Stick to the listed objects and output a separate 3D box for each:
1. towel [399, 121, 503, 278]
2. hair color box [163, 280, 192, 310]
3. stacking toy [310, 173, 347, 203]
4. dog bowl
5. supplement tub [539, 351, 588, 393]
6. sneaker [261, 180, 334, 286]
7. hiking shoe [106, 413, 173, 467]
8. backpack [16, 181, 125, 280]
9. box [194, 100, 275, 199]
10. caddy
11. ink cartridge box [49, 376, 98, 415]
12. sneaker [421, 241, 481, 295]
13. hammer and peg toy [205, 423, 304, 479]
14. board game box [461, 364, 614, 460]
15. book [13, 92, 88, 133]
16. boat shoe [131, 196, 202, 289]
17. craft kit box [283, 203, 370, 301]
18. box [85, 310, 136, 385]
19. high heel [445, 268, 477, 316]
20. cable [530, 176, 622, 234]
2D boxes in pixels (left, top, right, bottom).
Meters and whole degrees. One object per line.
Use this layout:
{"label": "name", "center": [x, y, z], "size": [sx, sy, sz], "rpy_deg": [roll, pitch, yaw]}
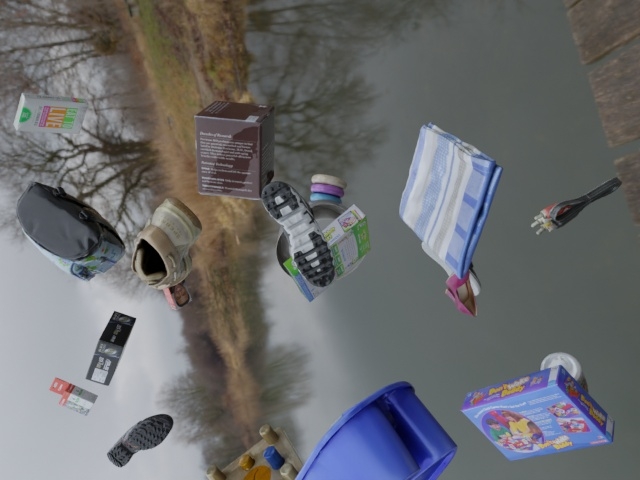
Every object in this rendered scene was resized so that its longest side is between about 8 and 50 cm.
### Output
{"label": "towel", "center": [0.219, -0.084, 0.942], "size": [0.285, 0.034, 0.209], "rpy_deg": [-116, 35, -63]}
{"label": "hair color box", "center": [-0.502, 0.161, 1.793], "size": [0.043, 0.072, 0.141], "rpy_deg": [7, 121, 39]}
{"label": "stacking toy", "center": [0.003, -0.081, 2.002], "size": [0.141, 0.141, 0.331], "rpy_deg": [-178, 101, -75]}
{"label": "dog bowl", "center": [0.000, 0.000, 1.955], "size": [0.102, 0.348, 0.349], "rpy_deg": [-109, 13, -53]}
{"label": "supplement tub", "center": [0.741, 0.428, 1.574], "size": [0.190, 0.117, 0.117], "rpy_deg": [50, -174, -41]}
{"label": "sneaker", "center": [-0.034, -0.020, 1.035], "size": [0.234, 0.078, 0.106], "rpy_deg": [61, -168, -12]}
{"label": "hiking shoe", "center": [-0.499, 0.537, 1.466], "size": [0.086, 0.226, 0.114], "rpy_deg": [53, -166, -12]}
{"label": "backpack", "center": [-0.789, -0.006, 1.696], "size": [0.290, 0.273, 0.355], "rpy_deg": [37, -178, 5]}
{"label": "box", "center": [-0.213, -0.233, 1.334], "size": [0.168, 0.166, 0.203], "rpy_deg": [-74, -11, -62]}
{"label": "caddy", "center": [0.071, 0.394, 0.906], "size": [0.179, 0.241, 0.341], "rpy_deg": [45, 120, 34]}
{"label": "ink cartridge box", "center": [-0.633, 0.397, 1.320], "size": [0.063, 0.115, 0.029], "rpy_deg": [-52, 16, 30]}
{"label": "sneaker", "center": [0.591, 0.085, 2.239], "size": [0.321, 0.127, 0.126], "rpy_deg": [48, 154, 5]}
{"label": "hammer and peg toy", "center": [-0.139, 0.659, 1.345], "size": [0.127, 0.266, 0.361], "rpy_deg": [60, 166, -24]}
{"label": "board game box", "center": [0.627, 0.516, 1.531], "size": [0.233, 0.078, 0.347], "rpy_deg": [46, 136, -5]}
{"label": "book", "center": [-0.639, -0.302, 1.236], "size": [0.035, 0.144, 0.096], "rpy_deg": [56, 128, 21]}
{"label": "boat shoe", "center": [-0.333, 0.032, 1.050], "size": [0.121, 0.110, 0.341], "rpy_deg": [38, 148, 0]}
{"label": "craft kit box", "center": [0.029, 0.043, 1.441], "size": [0.061, 0.246, 0.250], "rpy_deg": [49, 171, 22]}
{"label": "box", "center": [-0.669, 0.345, 1.665], "size": [0.147, 0.077, 0.180], "rpy_deg": [-93, 29, -61]}
{"label": "high heel", "center": [0.431, 0.152, 1.537], "size": [0.117, 0.082, 0.244], "rpy_deg": [44, 163, 22]}
{"label": "cable", "center": [0.767, -0.123, 1.563], "size": [0.072, 0.287, 0.139], "rpy_deg": [54, -176, 34]}
